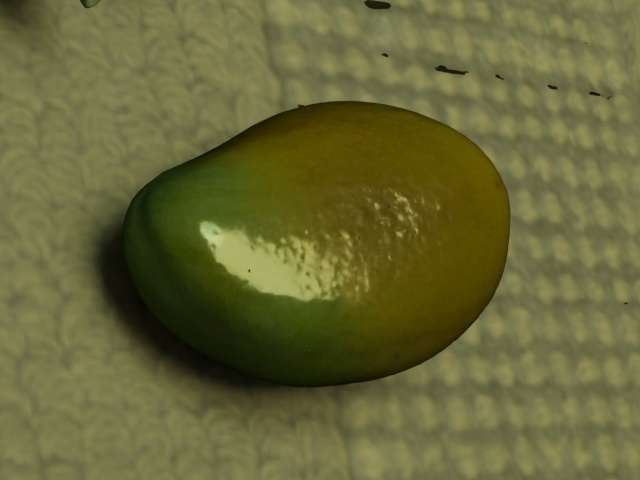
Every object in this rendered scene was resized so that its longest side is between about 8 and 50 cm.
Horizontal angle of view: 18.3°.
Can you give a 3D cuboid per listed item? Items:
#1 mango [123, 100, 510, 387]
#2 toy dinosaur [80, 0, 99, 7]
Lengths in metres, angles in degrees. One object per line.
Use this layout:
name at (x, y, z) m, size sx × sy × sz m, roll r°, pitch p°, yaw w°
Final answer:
mango at (0.000, 0.000, 0.873) m, size 0.195 × 0.092 × 0.130 m, roll 3°, pitch 71°, yaw -38°
toy dinosaur at (-0.228, -0.249, 0.773) m, size 0.205 × 0.092 × 0.393 m, roll -26°, pitch 89°, yaw -45°
